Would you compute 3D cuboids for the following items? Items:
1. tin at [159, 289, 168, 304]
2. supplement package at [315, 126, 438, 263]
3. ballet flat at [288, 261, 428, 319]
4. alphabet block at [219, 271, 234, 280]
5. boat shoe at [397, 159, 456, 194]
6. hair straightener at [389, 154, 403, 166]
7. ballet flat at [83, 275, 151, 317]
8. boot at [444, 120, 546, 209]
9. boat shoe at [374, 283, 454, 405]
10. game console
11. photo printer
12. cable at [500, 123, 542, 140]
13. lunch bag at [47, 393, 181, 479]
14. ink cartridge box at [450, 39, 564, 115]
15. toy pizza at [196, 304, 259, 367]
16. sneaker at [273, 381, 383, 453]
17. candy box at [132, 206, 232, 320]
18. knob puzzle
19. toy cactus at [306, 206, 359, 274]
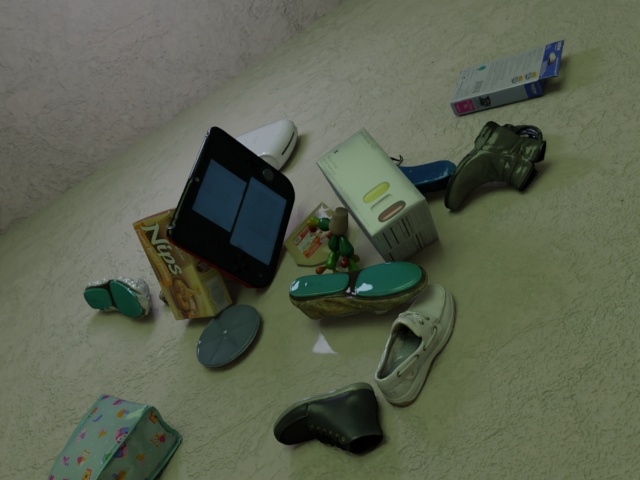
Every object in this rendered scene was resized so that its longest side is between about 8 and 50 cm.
[{"bbox_3d":[-0.453,0.133,1.751,0.106,0.040,0.190,17,60,46],"label":"tin"},{"bbox_3d":[0.138,-0.098,1.270,0.145,0.204,0.262,-36,58,2],"label":"supplement package"},{"bbox_3d":[0.091,0.123,1.204,0.348,0.123,0.123,-9,42,30],"label":"ballet flat"},{"bbox_3d":[-0.292,0.000,1.630,0.197,0.192,0.193,-3,47,38],"label":"alphabet block"},{"bbox_3d":[0.245,-0.142,1.418,0.258,0.089,0.109,1,61,36],"label":"boat shoe"},{"bbox_3d":[0.188,-0.173,1.548,0.089,0.047,0.230,7,48,46],"label":"hair straightener"},{"bbox_3d":[-0.677,0.174,1.827,0.408,0.147,0.147,0,48,42],"label":"ballet flat"},{"bbox_3d":[0.417,-0.157,1.267,0.161,0.083,0.247,34,97,29],"label":"boot"},{"bbox_3d":[0.188,0.185,1.054,0.098,0.096,0.277,-2,46,41],"label":"boat shoe"},{"bbox_3d":[-0.233,-0.087,1.503,0.060,0.342,0.387,-14,51,40],"label":"game console"},{"bbox_3d":[-0.236,-0.349,2.077,0.307,0.107,0.256,-12,41,32],"label":"photo printer"},{"bbox_3d":[0.473,-0.221,1.347,0.184,0.047,0.150,-44,42,-4],"label":"cable"},{"bbox_3d":[-0.490,0.510,1.217,0.223,0.160,0.262,-5,39,38],"label":"lunch bag"},{"bbox_3d":[0.553,-0.476,1.562,0.311,0.065,0.186,-9,42,39],"label":"ink cartridge box"},{"bbox_3d":[-0.244,0.257,1.415,0.201,0.032,0.201,-23,35,17],"label":"toy pizza"},{"bbox_3d":[0.009,0.363,1.011,0.222,0.083,0.118,-28,35,11],"label":"sneaker"},{"bbox_3d":[-0.394,0.066,1.514,0.182,0.317,0.087,-12,13,37],"label":"candy box"},{"bbox_3d":[0.000,0.000,1.506,0.213,0.030,0.213,-21,50,27],"label":"knob puzzle"},{"bbox_3d":[0.030,-0.009,1.350,0.112,0.181,0.219,-10,48,-20],"label":"toy cactus"}]
